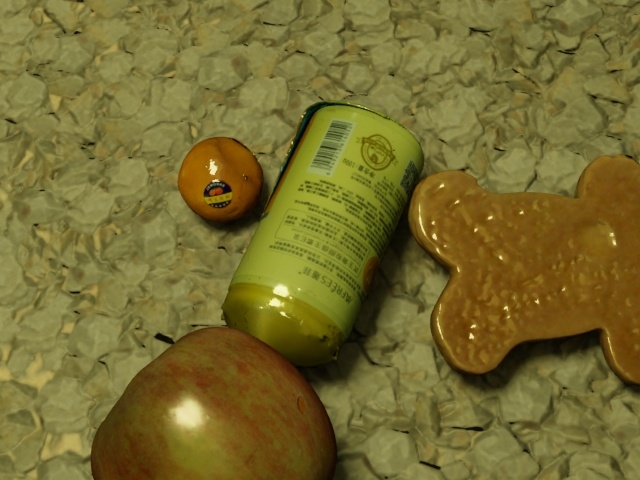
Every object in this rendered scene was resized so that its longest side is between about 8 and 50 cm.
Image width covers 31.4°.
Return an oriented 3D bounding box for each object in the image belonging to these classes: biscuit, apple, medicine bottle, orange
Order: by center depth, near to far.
[{"bbox_3d":[-0.083,0.170,0.922,0.174,0.188,0.188,43,75,8],"label":"apple"},{"bbox_3d":[0.000,0.000,1.025,0.124,0.124,0.239,21,69,11],"label":"medicine bottle"},{"bbox_3d":[0.255,0.029,1.035,0.340,0.047,0.216,-6,75,-7],"label":"biscuit"},{"bbox_3d":[-0.094,-0.058,1.077,0.084,0.083,0.083,-1,67,2],"label":"orange"}]
